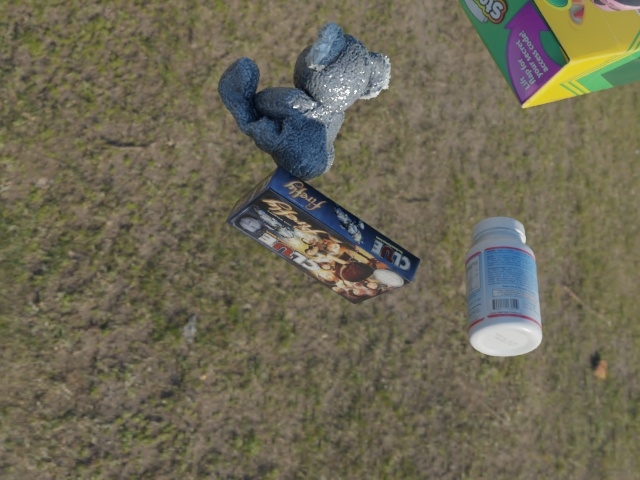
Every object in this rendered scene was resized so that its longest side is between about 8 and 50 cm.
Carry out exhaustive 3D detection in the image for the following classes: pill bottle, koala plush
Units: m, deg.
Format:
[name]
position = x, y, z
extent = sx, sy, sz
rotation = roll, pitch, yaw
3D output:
[pill bottle]
position = 0.223, 0.054, 0.952
extent = 0.087, 0.087, 0.160
rotation = 38, 45, -40
[koala plush]
position = -0.005, -0.226, 1.189
extent = 0.196, 0.221, 0.203
rotation = 22, 31, -50

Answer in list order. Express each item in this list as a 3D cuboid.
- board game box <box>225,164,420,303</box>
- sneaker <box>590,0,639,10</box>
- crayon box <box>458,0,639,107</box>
[board game box]
position = 0.000, 0.000, 1.113
extent = 0.243, 0.165, 0.042
rotation = 33, 63, -15
[sneaker]
position = 0.299, -0.306, 0.585
extent = 0.112, 0.131, 0.319
rotation = 41, 73, -10
[crayon box]
position = 0.306, -0.373, 1.025
extent = 0.313, 0.106, 0.363
rotation = -17, 73, -35
